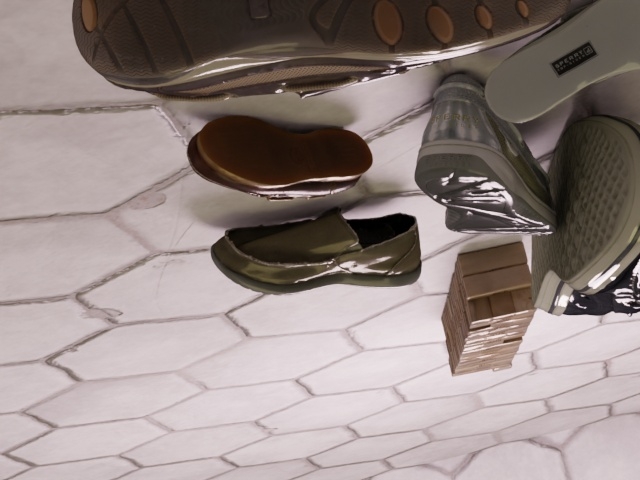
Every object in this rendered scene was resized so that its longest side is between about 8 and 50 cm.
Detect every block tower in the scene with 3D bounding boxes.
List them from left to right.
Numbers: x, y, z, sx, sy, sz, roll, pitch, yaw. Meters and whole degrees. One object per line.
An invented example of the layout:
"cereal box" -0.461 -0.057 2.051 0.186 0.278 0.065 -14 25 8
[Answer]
"block tower" 0.227 0.104 2.082 0.097 0.091 0.335 -11 161 -2

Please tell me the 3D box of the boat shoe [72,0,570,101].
"boat shoe" 0.002 -0.175 1.104 0.355 0.132 0.130 -4 171 2

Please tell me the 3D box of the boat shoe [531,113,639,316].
"boat shoe" 0.325 -0.014 1.630 0.156 0.187 0.500 3 168 3

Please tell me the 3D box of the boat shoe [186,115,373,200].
"boat shoe" -0.045 -0.069 1.428 0.207 0.073 0.073 5 153 -41

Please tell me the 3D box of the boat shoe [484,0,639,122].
"boat shoe" 0.244 -0.176 1.320 0.219 0.078 0.070 -23 -167 20

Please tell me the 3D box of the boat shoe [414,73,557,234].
"boat shoe" 0.171 -0.071 1.524 0.118 0.103 0.320 1 168 22

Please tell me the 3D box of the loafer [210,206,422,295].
"loafer" 0.000 0.000 1.669 0.251 0.094 0.087 -2 125 -24
